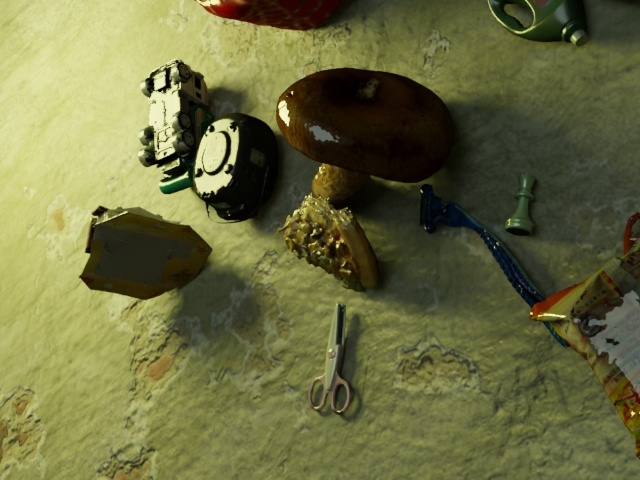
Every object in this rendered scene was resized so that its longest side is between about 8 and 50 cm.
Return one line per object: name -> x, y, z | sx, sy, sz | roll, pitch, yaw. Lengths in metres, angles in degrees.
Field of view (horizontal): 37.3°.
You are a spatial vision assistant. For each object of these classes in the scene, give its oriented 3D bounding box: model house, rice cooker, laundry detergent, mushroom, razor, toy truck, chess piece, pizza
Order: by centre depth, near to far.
razor -> 0.262, 0.033, 1.376 | 0.056, 0.093, 0.324 | -32, 55, -18
chess piece -> 0.298, -0.056, 1.386 | 0.042, 0.042, 0.093 | 2, 71, 37
laundry detergent -> 0.334, -0.364, 1.442 | 0.137, 0.063, 0.210 | -40, 58, 22
mushroom -> 0.080, -0.154, 1.468 | 0.267, 0.254, 0.267 | -15, 34, 10
pizza -> 0.000, 0.000, 1.527 | 0.226, 0.147, 0.069 | 30, 56, 36
rice cooker -> -0.152, -0.130, 1.690 | 0.142, 0.118, 0.202 | -7, 68, 35
model house -> -0.324, -0.008, 1.754 | 0.135, 0.220, 0.207 | -104, 31, -46
toy truck -> -0.269, -0.211, 1.800 | 0.114, 0.124, 0.253 | -18, 64, 31

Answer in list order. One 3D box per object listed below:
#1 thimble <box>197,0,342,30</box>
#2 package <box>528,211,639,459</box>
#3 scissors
thimble -> -0.095, -0.555, 1.668 | 0.350, 0.231, 0.349 | 1, 92, 44
package -> 0.410, 0.117, 1.189 | 0.223, 0.108, 0.288 | -40, 52, 4
scissors -> 0.022, 0.189, 1.520 | 0.085, 0.022, 0.176 | 1, 80, 40
